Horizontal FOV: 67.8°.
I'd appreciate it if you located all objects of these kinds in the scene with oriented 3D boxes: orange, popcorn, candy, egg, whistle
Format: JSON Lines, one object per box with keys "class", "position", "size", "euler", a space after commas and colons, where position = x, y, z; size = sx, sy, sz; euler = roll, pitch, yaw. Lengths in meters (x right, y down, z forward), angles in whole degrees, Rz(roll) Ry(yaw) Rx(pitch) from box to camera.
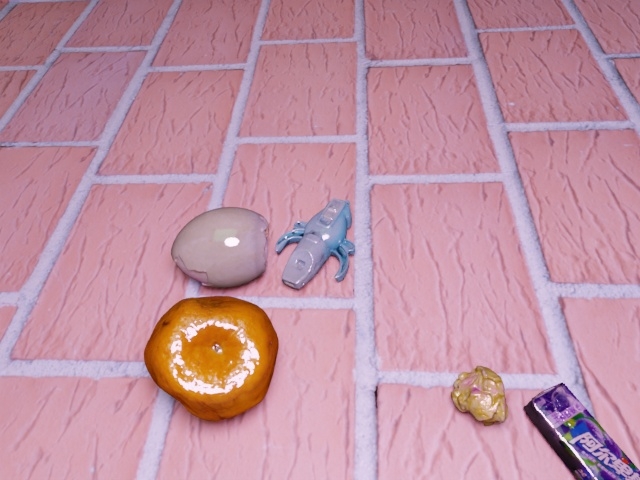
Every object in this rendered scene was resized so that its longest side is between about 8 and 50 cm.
{"class": "orange", "position": [-0.199, 0.216, 0.915], "size": [0.248, 0.183, 0.249], "euler": [6, 61, -10]}
{"class": "popcorn", "position": [0.298, 0.284, 0.872], "size": [0.089, 0.109, 0.097], "euler": [29, 93, -10]}
{"class": "candy", "position": [0.477, 0.390, 0.790], "size": [0.088, 0.061, 0.312], "euler": [-22, 53, -16]}
{"class": "egg", "position": [-0.225, 0.015, 1.073], "size": [0.217, 0.183, 0.183], "euler": [0, 51, -3]}
{"class": "whistle", "position": [0.000, 0.000, 1.130], "size": [0.186, 0.093, 0.274], "euler": [23, 60, 21]}
